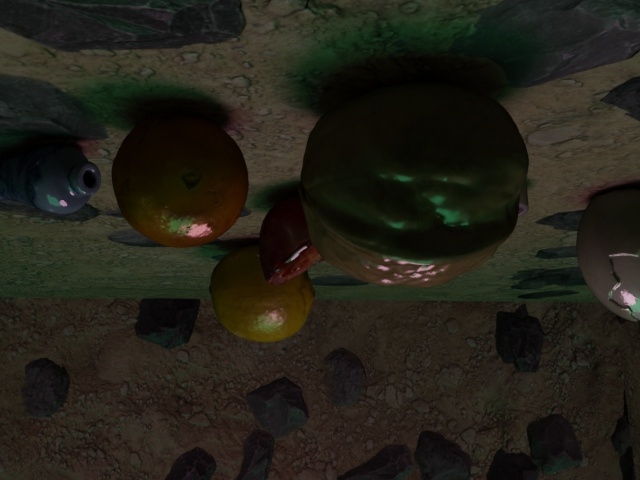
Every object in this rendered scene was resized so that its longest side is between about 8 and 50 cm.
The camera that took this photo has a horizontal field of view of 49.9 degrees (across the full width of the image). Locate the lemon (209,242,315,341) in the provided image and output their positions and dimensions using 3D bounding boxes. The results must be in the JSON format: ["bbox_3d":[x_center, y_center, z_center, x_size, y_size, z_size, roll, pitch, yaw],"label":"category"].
[{"bbox_3d":[-0.189,0.168,2.216,0.348,0.347,0.348,-1,167,0],"label":"lemon"}]

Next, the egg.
[{"bbox_3d":[0.789,0.036,1.717,0.279,0.336,0.278,0,161,0],"label":"egg"}]

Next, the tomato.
[{"bbox_3d":[-0.052,-0.031,1.706,0.309,0.170,0.309,-36,166,-11],"label":"tomato"}]

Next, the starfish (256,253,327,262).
[{"bbox_3d":[-0.001,-0.003,2.017,0.358,0.078,0.347,11,163,-43],"label":"starfish"}]

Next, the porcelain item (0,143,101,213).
[{"bbox_3d":[-0.551,-0.120,1.355,0.259,0.141,0.141,1,169,27],"label":"porcelain item"}]

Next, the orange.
[{"bbox_3d":[-0.245,-0.104,1.213,0.240,0.239,0.240,-1,167,0],"label":"orange"}]

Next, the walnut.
[{"bbox_3d":[0.147,-0.089,1.130,0.382,0.381,0.381,-1,167,0],"label":"walnut"}]

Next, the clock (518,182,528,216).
[{"bbox_3d":[0.402,-0.096,1.672,0.197,0.068,0.197,-1,168,0],"label":"clock"}]
